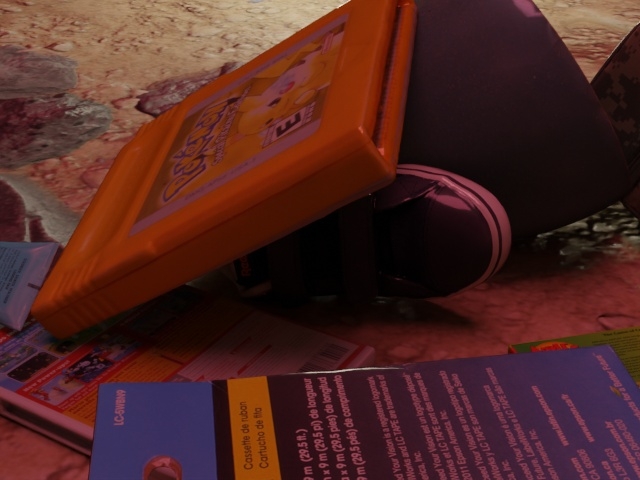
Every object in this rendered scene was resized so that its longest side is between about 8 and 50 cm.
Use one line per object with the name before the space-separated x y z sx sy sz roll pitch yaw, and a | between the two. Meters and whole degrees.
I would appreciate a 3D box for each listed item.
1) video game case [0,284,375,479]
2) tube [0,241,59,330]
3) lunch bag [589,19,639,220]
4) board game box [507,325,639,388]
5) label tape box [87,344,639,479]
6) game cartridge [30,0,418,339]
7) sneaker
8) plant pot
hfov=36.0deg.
video game case | -0.128 0.100 0.781 0.285 0.025 0.204 16 32 28
tube | -0.320 0.027 0.856 0.207 0.052 0.080 6 71 30
lunch bag | 0.435 -0.106 0.974 0.305 0.212 0.256 -20 61 -34
board game box | 0.243 0.108 0.744 0.181 0.043 0.092 -7 28 -13
label tape box | 0.043 0.176 0.547 0.334 0.105 0.240 -4 28 -6
game cartridge | -0.073 -0.076 0.821 0.324 0.052 0.285 -24 29 25
sneaker | 0.000 0.000 0.869 0.321 0.126 0.127 6 22 35
plant pot | 0.130 -0.109 0.959 0.195 0.290 0.290 -33 31 3
